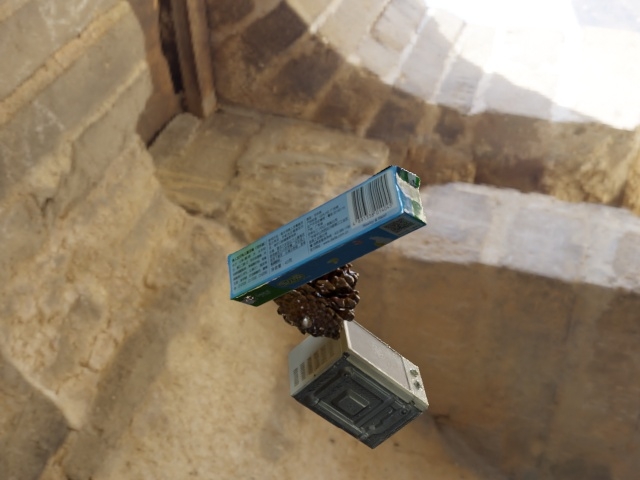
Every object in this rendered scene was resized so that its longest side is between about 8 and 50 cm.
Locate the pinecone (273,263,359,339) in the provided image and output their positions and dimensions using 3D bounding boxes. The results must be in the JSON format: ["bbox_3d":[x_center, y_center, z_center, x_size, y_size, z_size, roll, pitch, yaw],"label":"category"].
[{"bbox_3d":[-0.003,0.091,1.506,0.173,0.174,0.173,12,-90,-74],"label":"pinecone"}]

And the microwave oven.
[{"bbox_3d":[0.070,0.296,1.714,0.194,0.240,0.145,-43,28,18],"label":"microwave oven"}]

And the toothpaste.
[{"bbox_3d":[0.000,0.000,0.972,0.050,0.267,0.065,21,-129,-46],"label":"toothpaste"}]
